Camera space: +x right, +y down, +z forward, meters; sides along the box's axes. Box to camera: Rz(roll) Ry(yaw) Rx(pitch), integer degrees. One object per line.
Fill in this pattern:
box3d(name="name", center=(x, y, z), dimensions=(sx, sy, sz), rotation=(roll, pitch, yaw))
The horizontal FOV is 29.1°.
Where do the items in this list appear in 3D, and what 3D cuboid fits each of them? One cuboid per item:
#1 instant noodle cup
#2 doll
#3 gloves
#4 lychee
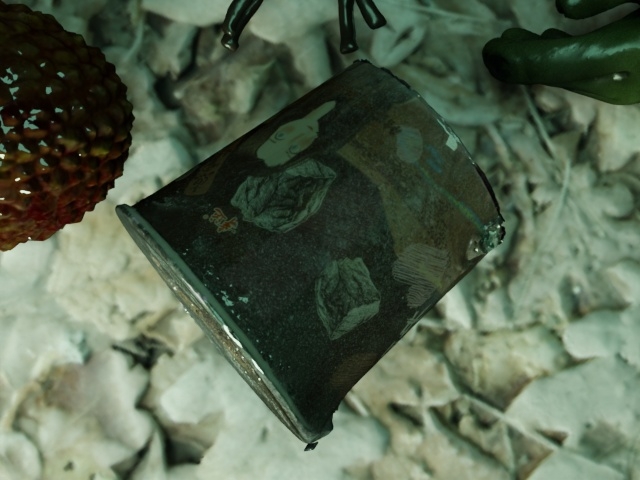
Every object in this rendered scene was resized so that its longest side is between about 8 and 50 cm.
box3d(name="instant noodle cup", center=(0.000, 0.000, 0.874), dimensions=(0.207, 0.217, 0.217), rotation=(-40, 86, -10))
box3d(name="doll", center=(-0.006, -0.228, 0.965), dimensions=(0.139, 0.057, 0.165), rotation=(3, 76, 1))
box3d(name="gloves", center=(0.255, -0.160, 0.933), dimensions=(0.268, 0.135, 0.107), rotation=(-14, 44, -3))
box3d(name="lychee", center=(-0.228, -0.080, 0.895), dimensions=(0.188, 0.188, 0.188), rotation=(0, 85, -1))
